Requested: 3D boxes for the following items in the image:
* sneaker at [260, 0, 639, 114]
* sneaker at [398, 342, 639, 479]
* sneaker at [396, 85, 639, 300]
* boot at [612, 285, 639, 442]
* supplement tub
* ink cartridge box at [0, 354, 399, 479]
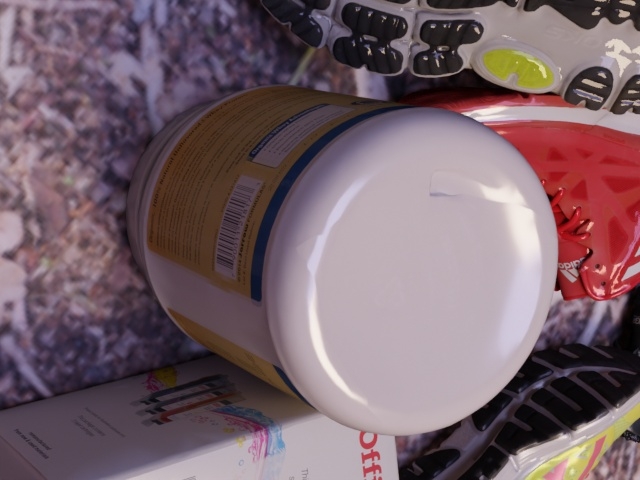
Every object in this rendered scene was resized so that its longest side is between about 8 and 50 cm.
[{"bbox_3d":[0.078,-0.144,0.734,0.279,0.118,0.107,18,119,-12],"label":"sneaker"},{"bbox_3d":[0.125,0.145,0.835,0.208,0.081,0.094,-35,122,-13],"label":"sneaker"},{"bbox_3d":[0.137,-0.023,0.797,0.221,0.087,0.128,0,99,-29],"label":"sneaker"},{"bbox_3d":[0.238,0.092,0.902,0.121,0.045,0.099,20,87,-25],"label":"boot"},{"bbox_3d":[0.000,0.000,0.653,0.144,0.200,0.144,-7,104,-29],"label":"supplement tub"},{"bbox_3d":[-0.062,0.140,0.687,0.176,0.127,0.128,-12,105,-28],"label":"ink cartridge box"}]
